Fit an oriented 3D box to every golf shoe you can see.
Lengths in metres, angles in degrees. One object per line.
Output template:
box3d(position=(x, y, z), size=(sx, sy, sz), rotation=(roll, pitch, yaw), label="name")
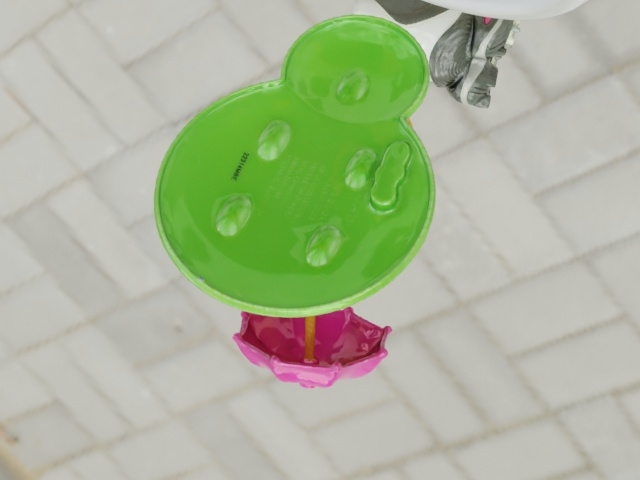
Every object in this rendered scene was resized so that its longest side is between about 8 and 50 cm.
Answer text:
box3d(position=(0.092, -0.195, 1.360), size=(0.120, 0.273, 0.105), rotation=(17, 113, 0), label="golf shoe")

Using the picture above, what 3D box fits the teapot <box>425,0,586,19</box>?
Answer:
box3d(position=(0.096, -0.261, 1.064), size=(0.252, 0.187, 0.256), rotation=(23, 167, 3), label="teapot")

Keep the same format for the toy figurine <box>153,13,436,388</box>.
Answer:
box3d(position=(0.000, 0.000, 0.883), size=(0.130, 0.173, 0.159), rotation=(17, 151, 14), label="toy figurine")
